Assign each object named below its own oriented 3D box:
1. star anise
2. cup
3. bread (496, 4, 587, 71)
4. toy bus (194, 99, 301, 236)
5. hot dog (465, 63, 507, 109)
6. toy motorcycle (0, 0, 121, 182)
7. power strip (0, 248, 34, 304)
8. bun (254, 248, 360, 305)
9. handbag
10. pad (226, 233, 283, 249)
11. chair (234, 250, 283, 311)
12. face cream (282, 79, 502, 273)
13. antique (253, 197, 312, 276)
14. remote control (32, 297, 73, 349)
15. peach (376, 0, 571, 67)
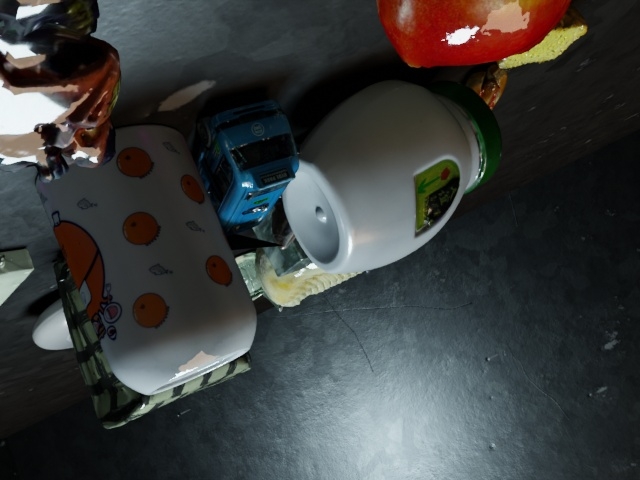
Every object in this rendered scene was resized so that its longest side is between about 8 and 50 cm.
[{"bbox_3d":[-0.026,-0.102,1.136,0.257,0.110,0.198,-30,132,-39],"label":"star anise"},{"bbox_3d":[-0.223,0.032,0.826,0.212,0.317,0.212,-25,169,-5],"label":"cup"},{"bbox_3d":[0.366,-0.349,1.032,0.187,0.065,0.103,-22,170,-26],"label":"bread"},{"bbox_3d":[-0.120,-0.101,0.913,0.113,0.134,0.246,-20,169,-26],"label":"toy bus"},{"bbox_3d":[0.327,-0.287,1.242,0.092,0.062,0.235,-30,170,3],"label":"hot dog"},{"bbox_3d":[-0.325,-0.088,0.516,0.401,0.134,0.207,-25,157,11],"label":"toy motorcycle"},{"bbox_3d":[-0.605,0.105,1.040,0.367,0.043,0.106,-33,167,37],"label":"power strip"},{"bbox_3d":[0.000,0.000,1.445,0.365,0.219,0.365,-27,170,-5],"label":"bun"},{"bbox_3d":[-0.319,0.152,1.163,0.162,0.327,0.325,-29,168,25],"label":"handbag"},{"bbox_3d":[-0.213,-0.012,1.029,0.265,0.009,0.159,13,-173,27],"label":"pad"},{"bbox_3d":[-0.217,0.136,1.723,0.203,0.190,0.275,-23,-162,-9],"label":"chair"},{"bbox_3d":[0.118,-0.116,1.033,0.357,0.219,0.312,-33,132,-29],"label":"face cream"},{"bbox_3d":[-0.075,-0.032,1.216,0.088,0.183,0.086,-19,167,-48],"label":"antique"},{"bbox_3d":[-0.514,0.173,1.407,0.221,0.103,0.332,-35,169,12],"label":"remote control"},{"bbox_3d":[0.160,-0.266,0.630,0.190,0.190,0.192,-17,154,-39],"label":"peach"}]
